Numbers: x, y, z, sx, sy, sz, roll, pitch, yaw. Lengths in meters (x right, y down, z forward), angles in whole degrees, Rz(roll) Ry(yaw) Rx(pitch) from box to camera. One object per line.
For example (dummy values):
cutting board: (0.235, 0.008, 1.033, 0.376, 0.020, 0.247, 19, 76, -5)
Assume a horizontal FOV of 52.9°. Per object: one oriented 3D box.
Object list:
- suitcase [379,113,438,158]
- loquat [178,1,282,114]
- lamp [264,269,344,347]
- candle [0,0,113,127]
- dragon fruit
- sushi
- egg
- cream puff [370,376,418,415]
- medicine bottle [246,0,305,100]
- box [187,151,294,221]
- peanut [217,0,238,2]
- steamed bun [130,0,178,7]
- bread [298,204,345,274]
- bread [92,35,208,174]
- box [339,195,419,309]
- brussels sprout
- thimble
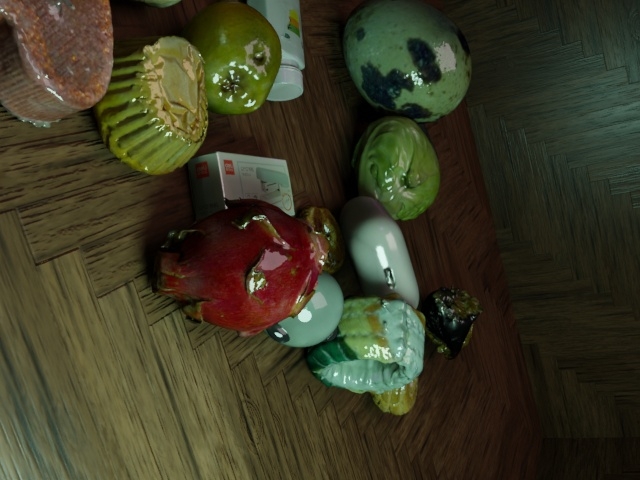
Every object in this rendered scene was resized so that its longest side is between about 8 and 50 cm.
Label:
suitcase: (0.299, -0.307, 2.190, 0.312, 0.128, 0.202, 60, 34, -33)
loquat: (-0.182, -0.362, 1.253, 0.213, 0.213, 0.246, 47, 18, -45)
lamp: (-0.053, 0.105, 1.358, 0.198, 0.198, 0.243, 25, 45, -57)
candle: (-0.398, -0.343, 0.909, 0.317, 0.131, 0.287, 63, 29, -31)
dragon fruit: (-0.129, 0.046, 1.138, 0.315, 0.250, 0.250, 24, 58, -32)
sushi: (0.448, 0.285, 2.231, 0.200, 0.204, 0.213, -10, 51, -38)
egg: (0.258, -0.552, 1.949, 0.428, 0.345, 0.345, 47, 34, -4)
cream puff: (0.196, 0.383, 1.770, 0.189, 0.129, 0.189, 0, 90, -70)
medicine bottle: (-0.104, -0.488, 1.521, 0.161, 0.111, 0.296, 16, 68, -60)
box: (-0.157, -0.103, 1.325, 0.269, 0.079, 0.135, -5, 85, -62)
peanut: (-0.208, -0.490, 1.392, 0.054, 0.054, 0.113, 56, 39, -38)
steamed bun: (-0.294, -0.578, 1.080, 0.372, 0.230, 0.324, 40, 44, -48)
bread: (0.000, 0.000, 1.608, 0.193, 0.064, 0.193, 40, 41, -48)
bread: (-0.275, -0.229, 1.084, 0.240, 0.139, 0.240, 20, 67, -58)
box: (0.149, 0.042, 1.675, 0.349, 0.141, 0.288, -108, 179, -74)
brussels sprout: (0.221, -0.206, 1.906, 0.328, 0.247, 0.328, 12, 72, -44)
thimble: (0.109, 0.239, 1.486, 0.254, 0.288, 0.167, 22, 55, -24)
